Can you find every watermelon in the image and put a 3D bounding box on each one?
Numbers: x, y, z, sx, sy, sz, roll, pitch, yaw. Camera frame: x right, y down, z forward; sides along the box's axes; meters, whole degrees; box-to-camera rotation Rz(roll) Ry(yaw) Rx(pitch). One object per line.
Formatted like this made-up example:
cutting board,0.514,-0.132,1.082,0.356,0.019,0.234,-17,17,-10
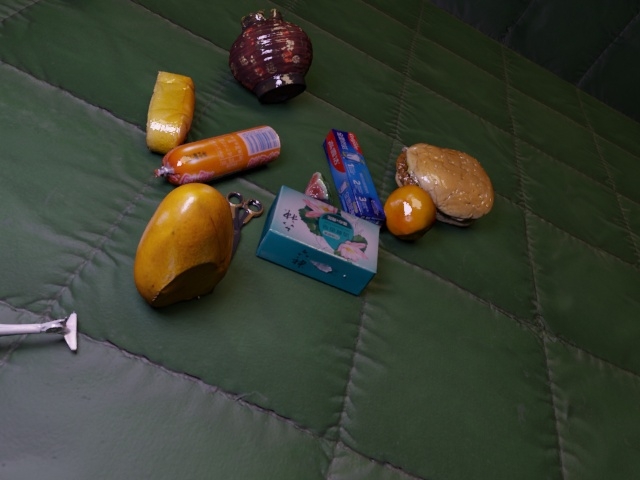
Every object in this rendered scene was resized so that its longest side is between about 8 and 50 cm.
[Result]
watermelon,-0.003,-0.114,1.237,0.092,0.072,0.085,66,24,-20

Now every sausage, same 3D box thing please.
sausage,-0.229,-0.185,1.131,0.093,0.093,0.312,47,44,15

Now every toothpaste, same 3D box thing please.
toothpaste,0.083,-0.160,1.315,0.076,0.066,0.321,7,47,-26

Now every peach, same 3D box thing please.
peach,0.223,-0.070,1.260,0.138,0.138,0.138,17,44,-17

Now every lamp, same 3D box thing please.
lamp,-0.134,-0.502,1.382,0.246,0.247,0.247,17,44,-17

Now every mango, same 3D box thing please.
mango,-0.220,-0.004,0.841,0.138,0.257,0.187,43,43,11

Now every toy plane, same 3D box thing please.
toy plane,-0.475,0.130,0.679,0.273,0.107,0.182,18,49,-23

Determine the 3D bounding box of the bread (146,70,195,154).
bread,-0.339,-0.289,1.157,0.094,0.102,0.246,8,46,-16

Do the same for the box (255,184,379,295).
box,0.000,0.000,1.095,0.244,0.092,0.153,22,43,-12

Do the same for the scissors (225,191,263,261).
scissors,-0.178,-0.021,1.064,0.088,0.017,0.220,22,44,-13

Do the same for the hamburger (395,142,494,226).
hamburger,0.349,-0.166,1.428,0.283,0.145,0.260,8,50,-17
